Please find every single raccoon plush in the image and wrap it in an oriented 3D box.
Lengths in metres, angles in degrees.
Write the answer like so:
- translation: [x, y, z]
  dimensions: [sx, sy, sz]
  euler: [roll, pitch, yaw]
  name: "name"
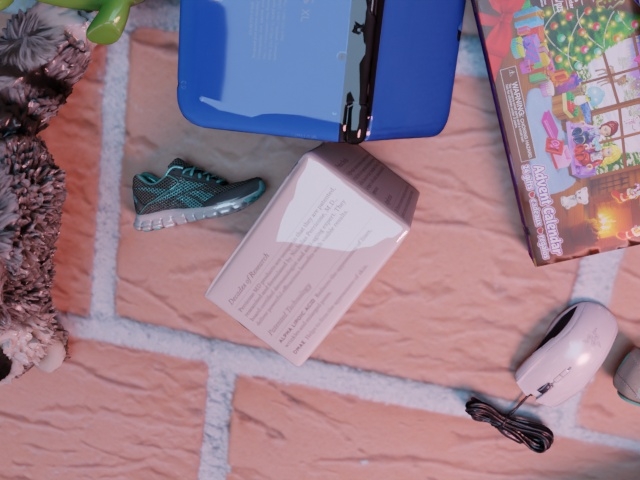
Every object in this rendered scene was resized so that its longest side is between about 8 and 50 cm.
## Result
- translation: [-0.332, -0.019, 0.815]
  dimensions: [0.216, 0.299, 0.446]
  euler: [35, 76, 16]
  name: "raccoon plush"

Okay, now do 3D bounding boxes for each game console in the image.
- translation: [0.016, -0.247, 0.649]
  dimensions: [0.250, 0.173, 0.293]
  euler: [7, 105, 7]
  name: "game console"

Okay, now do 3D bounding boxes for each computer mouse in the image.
- translation: [0.258, 0.152, 0.778]
  dimensions: [0.106, 0.042, 0.193]
  euler: [33, 108, 2]
  name: "computer mouse"

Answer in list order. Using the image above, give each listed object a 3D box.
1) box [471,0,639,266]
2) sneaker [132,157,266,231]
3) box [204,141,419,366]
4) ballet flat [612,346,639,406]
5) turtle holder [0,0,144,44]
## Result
- translation: [0.281, -0.137, 0.691]
  dimensions: [0.201, 0.057, 0.293]
  euler: [-14, 101, 13]
  name: "box"
- translation: [-0.146, -0.059, 0.792]
  dimensions: [0.166, 0.065, 0.076]
  euler: [-11, 98, 12]
  name: "sneaker"
- translation: [0.000, 0.000, 0.715]
  dimensions: [0.119, 0.181, 0.182]
  euler: [38, 108, 0]
  name: "box"
- translation: [0.425, 0.172, 0.738]
  dimensions: [0.213, 0.072, 0.068]
  euler: [20, 103, 6]
  name: "ballet flat"
- translation: [-0.221, -0.348, 0.637]
  dimensions: [0.320, 0.243, 0.227]
  euler: [3, 68, 23]
  name: "turtle holder"
